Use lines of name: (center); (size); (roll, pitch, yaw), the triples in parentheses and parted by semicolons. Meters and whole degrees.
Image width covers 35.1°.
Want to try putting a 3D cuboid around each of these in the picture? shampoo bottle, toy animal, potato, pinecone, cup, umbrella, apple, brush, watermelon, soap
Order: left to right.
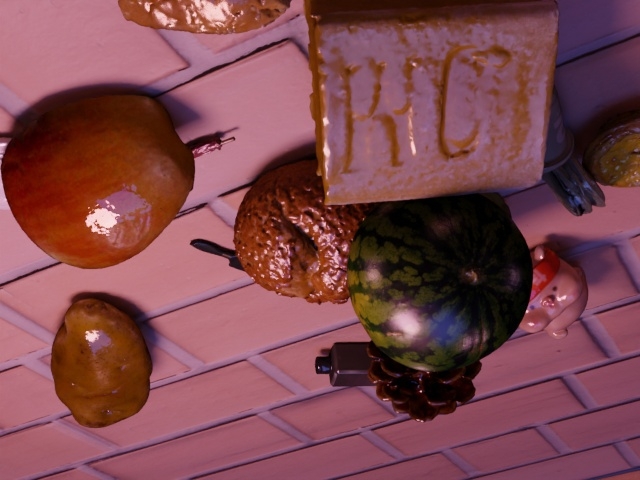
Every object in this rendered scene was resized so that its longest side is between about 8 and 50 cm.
apple: (-0.361, -0.081, 1.582); (0.346, 0.179, 0.254); (-32, 96, 27)
potato: (-0.455, 0.250, 2.101); (0.195, 0.176, 0.369); (30, 141, 17)
umbrella: (-0.210, -0.141, 1.633); (0.165, 0.027, 0.025); (-18, 101, 20)
brush: (-0.162, 0.031, 1.917); (0.193, 0.016, 0.063); (19, 139, -35)
shampoo bottle: (0.111, 0.282, 2.294); (0.246, 0.079, 0.080); (1, 145, -11)
pinecone: (0.218, 0.236, 2.111); (0.243, 0.244, 0.309); (-6, 136, 1)
soap: (0.146, -0.207, 1.410); (0.334, 0.156, 0.294); (-4, 121, -6)
watermelon: (0.178, 0.057, 1.527); (0.285, 0.285, 0.285); (-4, 147, -3)
cup: (0.334, -0.185, 1.589); (0.120, 0.120, 0.141); (-12, 133, 8)
toy animal: (0.443, 0.099, 2.002); (0.171, 0.171, 0.197); (-28, 145, 31)

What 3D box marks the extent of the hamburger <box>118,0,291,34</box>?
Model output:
hamburger: (-0.142, -0.320, 1.195); (0.207, 0.135, 0.155); (23, 156, 15)

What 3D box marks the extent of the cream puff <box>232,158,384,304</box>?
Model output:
cream puff: (0.000, 0.000, 1.715); (0.302, 0.212, 0.303); (0, 152, 0)

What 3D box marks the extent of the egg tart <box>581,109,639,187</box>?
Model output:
egg tart: (0.527, -0.159, 1.682); (0.191, 0.074, 0.191); (-4, 148, -2)

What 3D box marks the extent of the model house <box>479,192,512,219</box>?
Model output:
model house: (0.213, 0.018, 1.803); (0.234, 0.194, 0.174); (-21, 145, 27)

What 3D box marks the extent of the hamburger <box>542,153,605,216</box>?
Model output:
hamburger: (0.418, -0.099, 1.701); (0.062, 0.140, 0.133); (-38, 111, 8)

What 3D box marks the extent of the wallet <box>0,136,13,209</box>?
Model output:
wallet: (-0.491, -0.104, 1.639); (0.124, 0.032, 0.183); (-2, 146, -11)
